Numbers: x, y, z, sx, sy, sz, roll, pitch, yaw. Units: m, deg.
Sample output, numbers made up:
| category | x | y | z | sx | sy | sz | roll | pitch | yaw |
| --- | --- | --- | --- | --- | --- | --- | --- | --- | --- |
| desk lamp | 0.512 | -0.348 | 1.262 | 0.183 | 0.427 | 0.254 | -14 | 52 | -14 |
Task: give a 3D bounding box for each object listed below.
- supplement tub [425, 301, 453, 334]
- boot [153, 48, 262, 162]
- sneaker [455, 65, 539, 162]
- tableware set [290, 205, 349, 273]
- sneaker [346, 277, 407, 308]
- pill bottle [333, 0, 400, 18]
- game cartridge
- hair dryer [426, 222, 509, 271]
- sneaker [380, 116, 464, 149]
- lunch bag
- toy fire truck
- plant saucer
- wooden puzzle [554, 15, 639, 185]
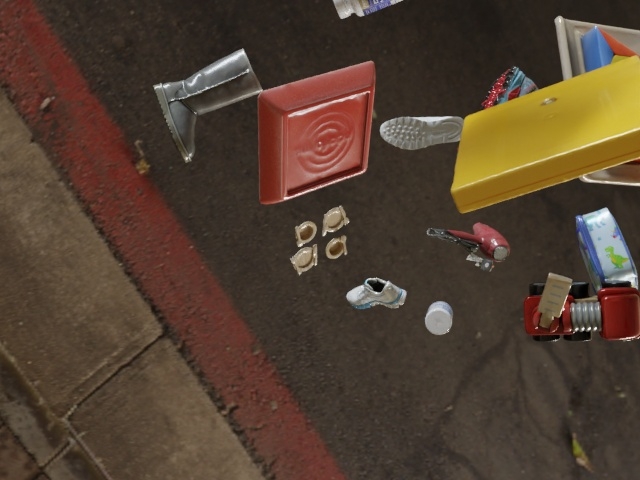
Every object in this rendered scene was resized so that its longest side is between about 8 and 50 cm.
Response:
| category | x | y | z | sx | sy | sz | roll | pitch | yaw |
| --- | --- | --- | --- | --- | --- | --- | --- | --- | --- |
| supplement tub | 0.317 | 0.206 | 2.019 | 0.107 | 0.071 | 0.071 | -34 | 106 | -77 |
| boot | -0.219 | -0.277 | 1.554 | 0.209 | 0.076 | 0.189 | -19 | 89 | -11 |
| sneaker | 0.363 | -0.209 | 1.474 | 0.125 | 0.104 | 0.261 | 32 | 78 | -9 |
| tableware set | 0.000 | 0.000 | 1.778 | 0.169 | 0.020 | 0.141 | -23 | 129 | -23 |
| sneaker | 0.130 | 0.127 | 1.950 | 0.083 | 0.191 | 0.071 | 44 | 57 | -29 |
| pill bottle | 0.131 | -0.699 | 2.138 | 0.112 | 0.187 | 0.112 | -19 | 90 | -78 |
| game cartridge | 0.337 | -0.157 | 1.086 | 0.052 | 0.285 | 0.323 | 63 | 24 | -20 |
| hair dryer | 0.457 | -0.011 | 2.250 | 0.224 | 0.080 | 0.293 | 35 | 21 | 17 |
| sneaker | 0.281 | -0.301 | 2.092 | 0.095 | 0.235 | 0.090 | -90 | 180 | -74 |
| lunch bag | 0.619 | 0.034 | 1.647 | 0.219 | 0.090 | 0.176 | 39 | 35 | -62 |
| toy fire truck | 0.495 | 0.127 | 1.439 | 0.246 | 0.217 | 0.158 | -11 | 98 | -72 |
| plant saucer | 0.003 | -0.197 | 1.478 | 0.259 | 0.047 | 0.259 | -21 | 137 | -25 |
| wooden puzzle | 0.602 | -0.258 | 1.400 | 0.348 | 0.080 | 0.322 | 4 | 73 | -22 |
